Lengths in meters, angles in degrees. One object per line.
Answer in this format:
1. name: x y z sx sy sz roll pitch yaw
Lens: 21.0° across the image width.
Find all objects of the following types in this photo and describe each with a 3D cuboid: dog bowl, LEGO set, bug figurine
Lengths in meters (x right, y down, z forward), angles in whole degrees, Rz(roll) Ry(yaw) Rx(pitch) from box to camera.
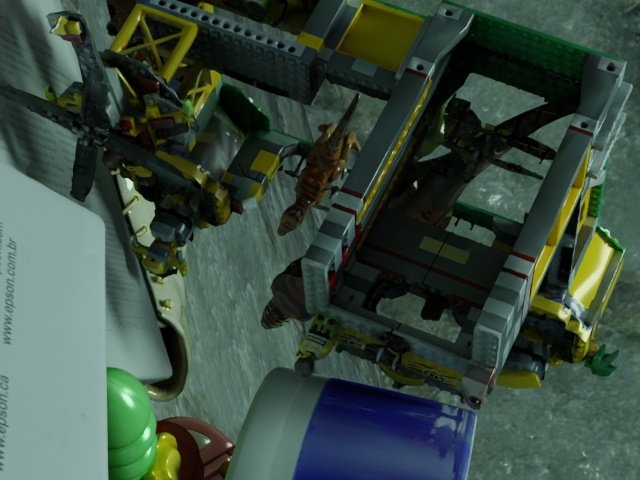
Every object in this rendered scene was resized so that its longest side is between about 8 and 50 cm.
1. dog bowl: 0.001 0.200 0.834 0.265 0.104 0.265 11 90 -84
2. LEGO set: 0.000 0.000 0.878 0.255 0.331 0.192 102 14 -62
3. bug figurine: -0.093 0.168 0.754 0.216 0.072 0.279 82 14 -55

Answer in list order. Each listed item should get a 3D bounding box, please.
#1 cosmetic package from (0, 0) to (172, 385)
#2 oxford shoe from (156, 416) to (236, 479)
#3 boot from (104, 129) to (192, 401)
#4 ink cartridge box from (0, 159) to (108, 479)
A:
1. cosmetic package: -0.196 -0.054 0.847 0.377 0.097 0.284 25 49 -80
2. oxford shoe: -0.055 0.271 1.146 0.130 0.123 0.348 11 -56 68
3. boot: -0.142 -0.005 1.207 0.165 0.077 0.213 -98 170 -46
4. ink cartridge box: -0.204 0.034 0.464 0.330 0.071 0.324 30 29 -26
